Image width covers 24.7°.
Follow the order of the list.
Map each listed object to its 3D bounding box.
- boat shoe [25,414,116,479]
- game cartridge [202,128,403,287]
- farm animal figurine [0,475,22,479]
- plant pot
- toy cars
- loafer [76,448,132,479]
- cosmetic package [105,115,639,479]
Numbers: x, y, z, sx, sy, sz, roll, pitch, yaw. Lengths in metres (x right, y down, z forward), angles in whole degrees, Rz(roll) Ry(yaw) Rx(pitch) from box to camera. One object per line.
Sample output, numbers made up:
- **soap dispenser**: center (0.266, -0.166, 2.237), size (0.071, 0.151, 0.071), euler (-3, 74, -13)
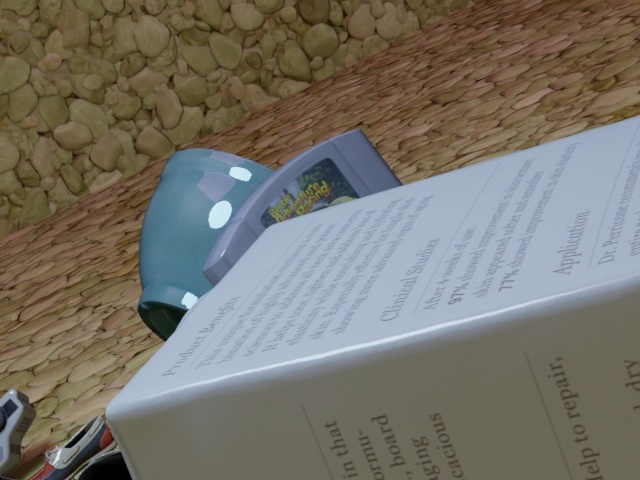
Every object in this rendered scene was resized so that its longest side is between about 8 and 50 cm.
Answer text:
- **boat shoe**: center (-0.315, 0.268, 1.802), size (0.137, 0.043, 0.049), euler (-34, 20, -28)
- **game cartridge**: center (0.000, 0.000, 1.745), size (0.294, 0.196, 0.060), euler (-45, 8, -35)
- **farm animal figurine**: center (-0.359, 0.273, 1.417), size (0.172, 0.330, 0.327), euler (-43, -25, 7)
- **plant pot**: center (-0.116, 0.048, 1.878), size (0.293, 0.293, 0.196), euler (-5, 51, 50)
- **toy cars**: center (-0.477, 0.323, 1.764), size (0.393, 0.087, 0.176), euler (-37, -13, -47)
- **loafer**: center (-0.202, 0.259, 1.564), size (0.102, 0.092, 0.268), euler (-20, 15, 12)
- **cosmetic package**: center (0.134, 0.139, 1.022), size (0.393, 0.327, 0.329), euler (-16, 17, 25)
